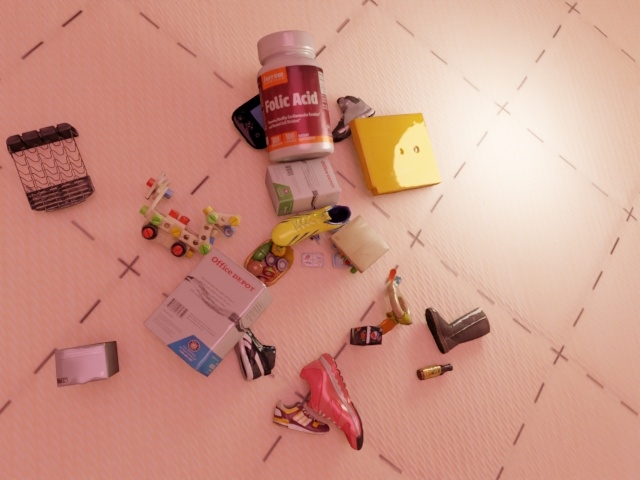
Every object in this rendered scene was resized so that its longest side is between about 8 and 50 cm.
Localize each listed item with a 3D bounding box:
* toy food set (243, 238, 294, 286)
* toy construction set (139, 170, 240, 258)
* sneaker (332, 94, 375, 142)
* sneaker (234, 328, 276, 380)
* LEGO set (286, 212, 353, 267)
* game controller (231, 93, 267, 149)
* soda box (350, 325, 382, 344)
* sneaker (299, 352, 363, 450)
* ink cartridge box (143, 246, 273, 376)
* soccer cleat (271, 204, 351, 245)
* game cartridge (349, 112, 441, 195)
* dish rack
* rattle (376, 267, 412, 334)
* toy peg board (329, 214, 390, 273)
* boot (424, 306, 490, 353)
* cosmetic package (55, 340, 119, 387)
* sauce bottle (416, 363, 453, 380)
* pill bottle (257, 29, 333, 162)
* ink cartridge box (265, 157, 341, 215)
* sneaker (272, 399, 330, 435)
[{"bbox_3d":[-0.180,0.085,1.661,0.128,0.071,0.218,45,79,-3],"label":"toy food set"},{"bbox_3d":[-0.432,-0.071,1.601,0.328,0.151,0.215,34,95,2],"label":"toy construction set"},{"bbox_3d":[0.086,-0.458,1.879,0.229,0.086,0.132,-38,85,-30],"label":"sneaker"},{"bbox_3d":[-0.210,0.326,1.619,0.121,0.079,0.216,-8,75,-32],"label":"sneaker"},{"bbox_3d":[0.000,0.000,1.756,0.245,0.060,0.182,2,73,-15],"label":"LEGO set"},{"bbox_3d":[-0.157,-0.459,1.813,0.319,0.067,0.166,-40,90,-19],"label":"game controller"},{"bbox_3d":[0.147,0.312,1.662,0.054,0.169,0.060,8,75,-14],"label":"soda box"},{"bbox_3d":[0.032,0.527,1.628,0.136,0.116,0.313,-23,77,-9],"label":"sneaker"},{"bbox_3d":[-0.329,0.212,1.532,0.223,0.129,0.307,35,73,19],"label":"ink cartridge box"},{"bbox_3d":[-0.027,-0.059,1.673,0.289,0.121,0.093,-19,84,-29],"label":"soccer cleat"},{"bbox_3d":[0.278,-0.319,1.868,0.324,0.053,0.285,-12,85,-29],"label":"game cartridge"},{"bbox_3d":[-0.826,-0.222,1.573,0.209,0.074,0.271,-21,85,-18],"label":"dish rack"},{"bbox_3d":[0.234,0.216,1.784,0.130,0.143,0.199,6,56,-47],"label":"rattle"},{"bbox_3d":[0.124,0.025,1.763,0.160,0.079,0.161,47,54,8],"label":"toy peg board"},{"bbox_3d":[0.490,0.287,1.814,0.209,0.076,0.189,-24,99,-12],"label":"boot"},{"bbox_3d":[-0.635,0.335,1.404,0.127,0.238,0.107,-6,79,-17],"label":"cosmetic package"},{"bbox_3d":[0.397,0.452,1.768,0.128,0.042,0.042,-11,80,-19],"label":"sauce bottle"},{"bbox_3d":[-0.089,-0.469,1.696,0.224,0.224,0.391,-9,93,-17],"label":"pill bottle"},{"bbox_3d":[-0.061,-0.185,1.739,0.220,0.092,0.160,-10,59,-18],"label":"ink cartridge box"},{"bbox_3d":[-0.053,0.555,1.604,0.186,0.069,0.083,16,79,-13],"label":"sneaker"}]
